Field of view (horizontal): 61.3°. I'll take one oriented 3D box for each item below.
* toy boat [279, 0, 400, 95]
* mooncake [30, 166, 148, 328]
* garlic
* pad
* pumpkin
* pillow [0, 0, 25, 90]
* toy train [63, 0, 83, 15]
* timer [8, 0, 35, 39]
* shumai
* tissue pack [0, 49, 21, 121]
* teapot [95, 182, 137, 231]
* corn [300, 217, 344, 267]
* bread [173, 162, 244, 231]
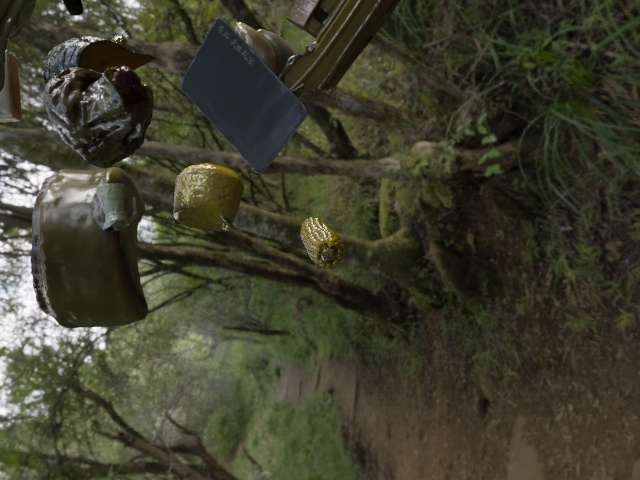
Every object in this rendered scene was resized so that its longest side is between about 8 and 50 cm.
[{"bbox_3d":[0.062,-0.462,0.991,0.445,0.162,0.136,-53,10,12],"label":"toy boat"},{"bbox_3d":[-0.574,0.011,1.378,0.394,0.246,0.393,-128,34,-76],"label":"mooncake"},{"bbox_3d":[-0.170,-0.499,1.656,0.279,0.132,0.325,-21,-56,-34],"label":"garlic"},{"bbox_3d":[-0.094,-0.167,0.634,0.112,0.157,0.003,-46,-7,35],"label":"pad"},{"bbox_3d":[-0.528,-0.429,1.276,0.248,0.131,0.126,-53,-48,-39],"label":"pumpkin"},{"bbox_3d":[-0.428,-0.248,0.634,0.217,0.130,0.033,-40,60,39],"label":"pillow"},{"bbox_3d":[-0.641,-0.664,1.340,0.042,0.044,0.209,-151,45,-65],"label":"toy train"},{"bbox_3d":[-0.857,-0.670,1.513,0.191,0.069,0.209,-53,25,37],"label":"timer"},{"bbox_3d":[-0.412,-0.233,1.073,0.184,0.185,0.218,-44,-41,-28],"label":"shumai"},{"bbox_3d":[-0.924,-0.377,1.349,0.071,0.325,0.170,-157,63,-88],"label":"tissue pack"},{"bbox_3d":[-0.362,-0.056,0.962,0.057,0.067,0.083,-36,60,55],"label":"teapot"},{"bbox_3d":[0.000,0.000,1.213,0.231,0.080,0.080,-125,51,-73],"label":"corn"},{"bbox_3d":[-0.301,-0.117,1.453,0.197,0.197,0.171,106,169,-69],"label":"bread"}]
